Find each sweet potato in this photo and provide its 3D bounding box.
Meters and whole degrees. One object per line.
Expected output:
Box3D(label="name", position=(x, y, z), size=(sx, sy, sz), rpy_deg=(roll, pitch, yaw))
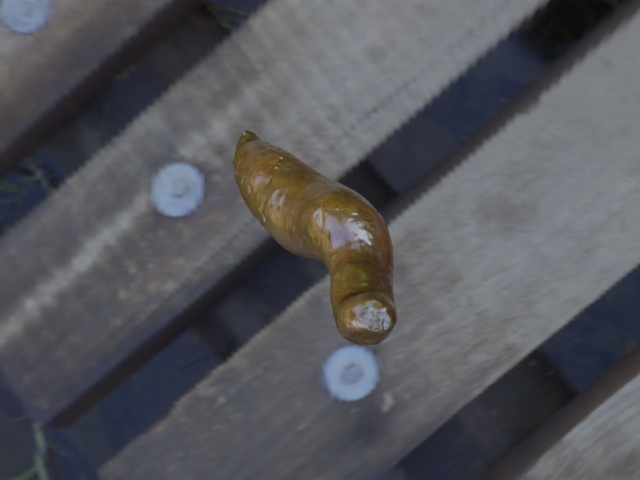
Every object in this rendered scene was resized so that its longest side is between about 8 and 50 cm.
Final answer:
Box3D(label="sweet potato", position=(0.003, -0.003, 0.781), size=(0.044, 0.179, 0.044), rpy_deg=(-10, 118, -18))
